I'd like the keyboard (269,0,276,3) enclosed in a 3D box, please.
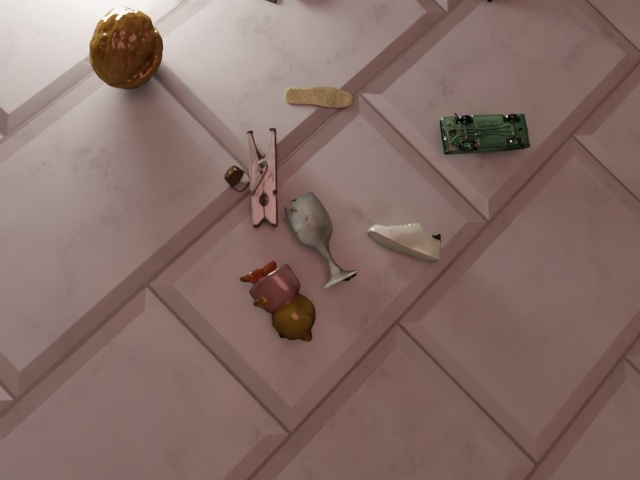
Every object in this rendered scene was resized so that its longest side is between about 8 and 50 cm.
[{"bbox_3d":[-0.239,-0.926,1.840,0.176,0.014,0.055,19,75,-4],"label":"keyboard"}]

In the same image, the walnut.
[{"bbox_3d":[-0.635,-0.616,1.624,0.257,0.224,0.257,0,82,0],"label":"walnut"}]

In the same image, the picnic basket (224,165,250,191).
[{"bbox_3d":[-0.277,-0.206,1.686,0.083,0.072,0.072,40,75,-32],"label":"picnic basket"}]

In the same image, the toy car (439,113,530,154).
[{"bbox_3d":[0.590,-0.386,1.808,0.321,0.097,0.141,-4,80,-7],"label":"toy car"}]

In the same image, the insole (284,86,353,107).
[{"bbox_3d":[-0.006,-0.516,1.797,0.248,0.011,0.081,1,80,-7],"label":"insole"}]

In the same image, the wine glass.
[{"bbox_3d":[0.000,0.000,1.640,0.143,0.143,0.321,-25,83,-11],"label":"wine glass"}]

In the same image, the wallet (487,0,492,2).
[{"bbox_3d":[0.692,-1.081,1.971,0.221,0.071,0.262,-27,81,-6],"label":"wallet"}]

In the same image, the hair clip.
[{"bbox_3d":[-0.192,-0.209,1.679,0.101,0.085,0.330,-2,82,-6],"label":"hair clip"}]

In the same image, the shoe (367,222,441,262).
[{"bbox_3d":[0.293,-0.016,1.711,0.265,0.095,0.110,23,72,-8],"label":"shoe"}]

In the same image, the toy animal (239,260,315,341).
[{"bbox_3d":[-0.110,0.197,1.580,0.195,0.169,0.281,-25,86,-46],"label":"toy animal"}]
